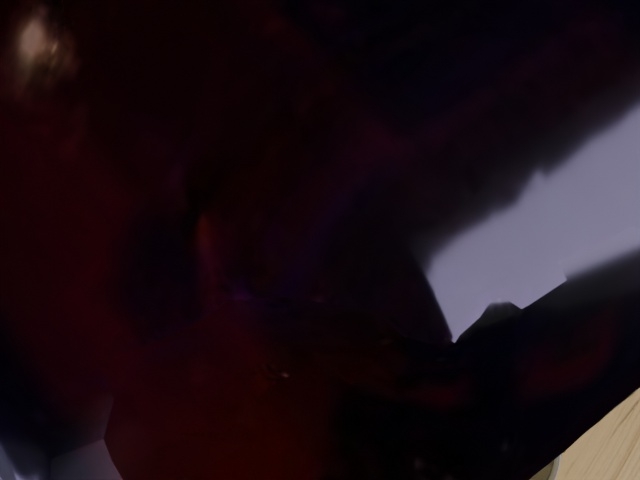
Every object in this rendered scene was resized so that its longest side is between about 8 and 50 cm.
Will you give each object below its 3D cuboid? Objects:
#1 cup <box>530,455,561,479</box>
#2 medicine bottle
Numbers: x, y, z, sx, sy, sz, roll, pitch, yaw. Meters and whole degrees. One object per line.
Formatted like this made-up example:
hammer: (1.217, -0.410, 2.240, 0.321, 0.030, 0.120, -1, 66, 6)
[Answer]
cup: (0.170, 0.131, 1.565, 0.226, 0.185, 0.241, -45, 126, -59)
medicine bottle: (-0.054, 0.001, 0.424, 0.395, 0.242, 0.242, -32, 151, -25)
